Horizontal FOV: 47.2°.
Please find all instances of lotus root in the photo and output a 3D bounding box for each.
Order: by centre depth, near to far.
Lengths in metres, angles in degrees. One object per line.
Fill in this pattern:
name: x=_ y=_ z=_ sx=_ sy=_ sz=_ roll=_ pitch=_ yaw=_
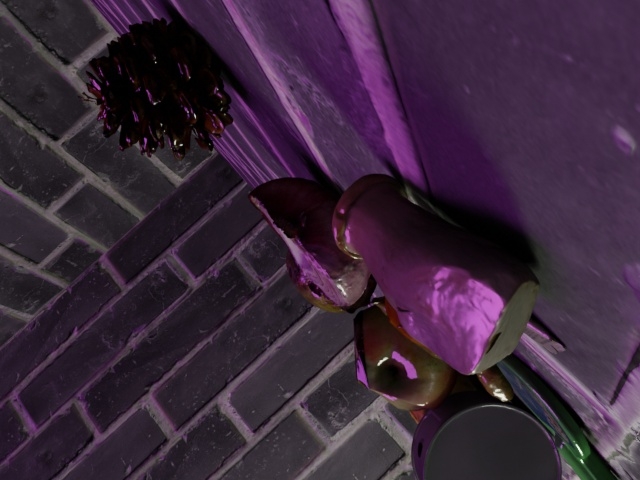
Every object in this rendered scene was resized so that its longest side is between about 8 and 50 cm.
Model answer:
lotus root: x=0.030 y=0.063 z=1.345 sx=0.154 sy=0.154 sz=0.278 roll=49 pitch=175 yaw=-26

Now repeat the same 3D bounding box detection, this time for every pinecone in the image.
pinecone: x=-0.244 y=-0.216 z=1.092 sx=0.221 sy=0.221 sz=0.221 roll=47 pitch=177 yaw=3

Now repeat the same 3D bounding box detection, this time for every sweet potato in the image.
sweet potato: x=0.176 y=0.131 z=0.989 sx=0.269 sy=0.074 sz=0.075 roll=37 pitch=180 yaw=-20

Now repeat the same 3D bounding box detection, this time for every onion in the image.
onion: x=0.000 y=0.000 z=1.147 sx=0.227 sy=0.120 sz=0.283 roll=49 pitch=169 yaw=14

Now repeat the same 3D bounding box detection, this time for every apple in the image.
apple: x=0.145 y=0.194 z=1.265 sx=0.207 sy=0.174 sz=0.188 roll=44 pitch=-164 yaw=10

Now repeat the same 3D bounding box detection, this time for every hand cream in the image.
hand cream: x=0.153 y=0.048 z=0.674 sx=0.165 sy=0.037 sz=0.057 roll=39 pitch=175 yaw=12

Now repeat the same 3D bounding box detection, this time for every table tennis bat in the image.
table tennis bat: x=0.302 y=0.238 z=0.933 sx=0.257 sy=0.039 sz=0.160 roll=50 pitch=178 yaw=-14

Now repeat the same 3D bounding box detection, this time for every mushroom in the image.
mushroom: x=0.091 y=0.025 z=0.589 sx=0.108 sy=0.096 sz=0.247 roll=23 pitch=-168 yaw=-28

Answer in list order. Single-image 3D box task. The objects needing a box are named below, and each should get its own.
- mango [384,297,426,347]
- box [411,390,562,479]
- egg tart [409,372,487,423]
mango: x=0.137 y=0.091 z=0.858 sx=0.105 sy=0.084 sz=0.159 roll=42 pitch=179 yaw=-27
box: x=0.275 y=0.378 z=1.250 sx=0.226 sy=0.226 sz=0.149 roll=47 pitch=176 yaw=1
egg tart: x=0.293 y=0.358 z=1.477 sx=0.341 sy=0.132 sz=0.341 roll=46 pitch=-172 yaw=-9
